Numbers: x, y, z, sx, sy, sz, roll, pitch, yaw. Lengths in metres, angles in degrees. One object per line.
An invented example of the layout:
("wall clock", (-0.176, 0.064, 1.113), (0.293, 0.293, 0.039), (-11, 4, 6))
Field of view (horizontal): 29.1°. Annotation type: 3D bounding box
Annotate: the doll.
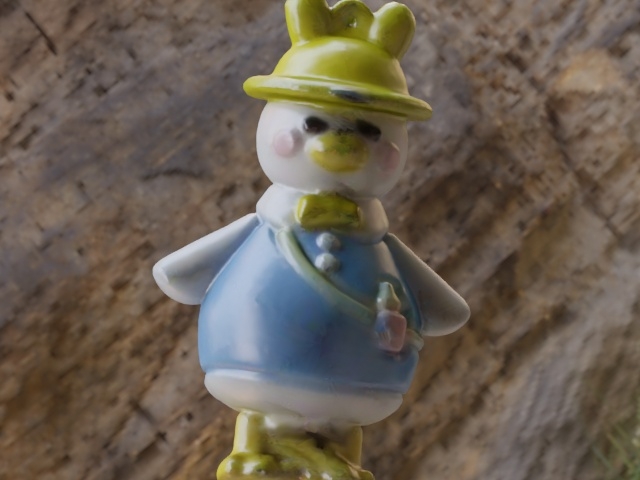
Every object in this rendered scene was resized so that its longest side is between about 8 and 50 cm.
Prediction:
("doll", (0.000, 0.000, 0.595), (0.099, 0.135, 0.240), (15, -98, -65))
